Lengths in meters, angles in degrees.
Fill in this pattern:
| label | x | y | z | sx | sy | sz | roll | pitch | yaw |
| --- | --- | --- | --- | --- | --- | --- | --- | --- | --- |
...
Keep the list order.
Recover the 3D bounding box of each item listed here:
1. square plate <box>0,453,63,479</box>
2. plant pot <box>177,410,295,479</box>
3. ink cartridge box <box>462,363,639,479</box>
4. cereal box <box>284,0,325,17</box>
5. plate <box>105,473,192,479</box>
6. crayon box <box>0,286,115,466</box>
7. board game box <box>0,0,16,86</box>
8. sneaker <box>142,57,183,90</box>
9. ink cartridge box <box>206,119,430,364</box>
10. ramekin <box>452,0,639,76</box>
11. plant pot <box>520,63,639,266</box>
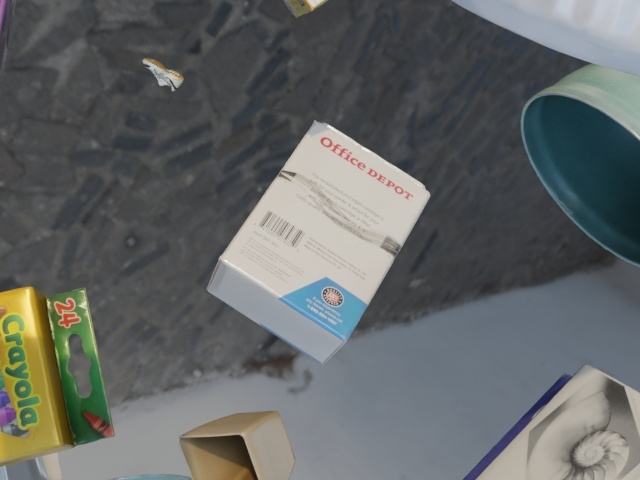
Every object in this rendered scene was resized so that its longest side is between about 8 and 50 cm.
| label | x | y | z | sx | sy | sz | roll | pitch | yaw |
| --- | --- | --- | --- | --- | --- | --- | --- | --- | --- |
| square plate | -0.539 | 0.325 | 1.782 | 0.049 | 0.344 | 0.347 | -11 | -176 | -2 |
| plant pot | -0.093 | 0.267 | 1.258 | 0.096 | 0.109 | 0.109 | -33 | 108 | -52 |
| ink cartridge box | 0.142 | 0.186 | 0.676 | 0.223 | 0.224 | 0.045 | -45 | 111 | -7 |
| cereal box | 0.059 | -0.402 | 1.408 | 0.240 | 0.047 | 0.173 | -38 | -168 | -2 |
| plate | -0.248 | 0.336 | 1.285 | 0.188 | 0.024 | 0.188 | -10 | 153 | -5 |
| crayon box | -0.429 | 0.179 | 1.227 | 0.318 | 0.202 | 0.081 | -14 | 168 | -5 |
| board game box | -0.249 | -0.104 | 0.459 | 0.208 | 0.347 | 0.056 | 6 | 124 | -17 |
| sneaker | -0.294 | -0.302 | 1.851 | 0.083 | 0.032 | 0.037 | 29 | 114 | -23 |
| ink cartridge box | 0.000 | 0.000 | 1.587 | 0.307 | 0.223 | 0.129 | -58 | 180 | -30 |
| ramekin | 0.156 | -0.172 | 0.467 | 0.273 | 0.273 | 0.127 | -18 | 135 | -39 |
| plant pot | 0.437 | -0.132 | 1.328 | 0.196 | 0.293 | 0.293 | -40 | 148 | -12 |
